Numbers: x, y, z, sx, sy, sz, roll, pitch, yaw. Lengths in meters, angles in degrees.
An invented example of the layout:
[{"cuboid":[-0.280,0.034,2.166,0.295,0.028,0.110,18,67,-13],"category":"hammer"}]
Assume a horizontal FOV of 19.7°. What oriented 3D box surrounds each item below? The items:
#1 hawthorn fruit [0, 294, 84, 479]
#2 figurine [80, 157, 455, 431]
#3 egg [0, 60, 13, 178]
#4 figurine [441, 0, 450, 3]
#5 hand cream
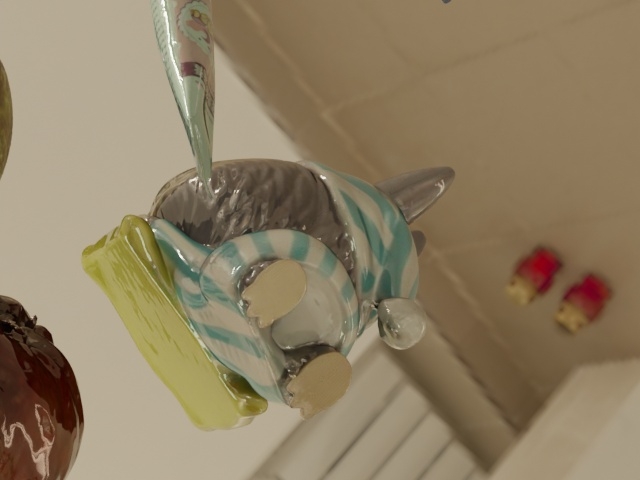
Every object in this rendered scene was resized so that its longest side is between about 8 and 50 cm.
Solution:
[{"cuboid":[-0.373,0.163,1.593,0.308,0.324,0.308,62,176,8],"category":"hawthorn fruit"},{"cuboid":[0.000,0.000,1.859,0.361,0.377,0.266,7,130,58],"category":"figurine"},{"cuboid":[-0.482,-0.151,2.201,0.289,0.238,0.238,56,158,23],"category":"egg"},{"cuboid":[0.146,-0.262,1.599,0.136,0.077,0.079,-17,115,15],"category":"figurine"},{"cuboid":[-0.123,-0.188,1.614,0.058,0.331,0.085,-7,143,0],"category":"hand cream"}]
